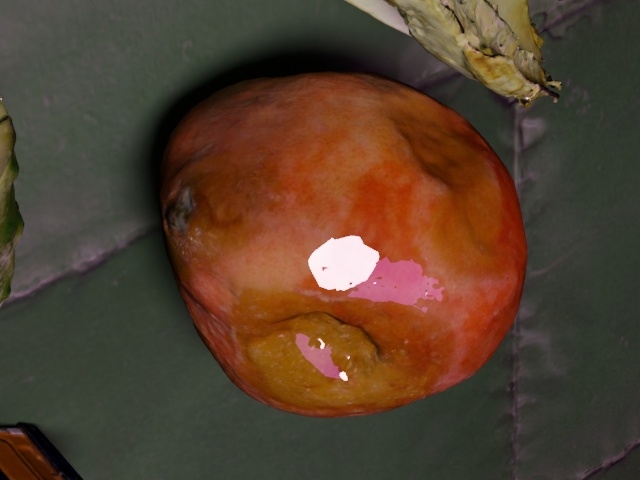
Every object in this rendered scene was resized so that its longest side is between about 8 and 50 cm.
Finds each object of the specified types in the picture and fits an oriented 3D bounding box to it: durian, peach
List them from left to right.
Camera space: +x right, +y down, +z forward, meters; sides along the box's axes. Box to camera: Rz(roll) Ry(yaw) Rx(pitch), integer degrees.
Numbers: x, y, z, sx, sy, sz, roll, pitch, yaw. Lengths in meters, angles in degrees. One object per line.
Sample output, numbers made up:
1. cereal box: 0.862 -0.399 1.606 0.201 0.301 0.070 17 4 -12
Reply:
1. peach: 0.000 0.000 0.940 0.235 0.214 0.214 19 105 -41
2. durian: 0.046 -0.197 0.837 0.163 0.198 0.394 -51 142 -2

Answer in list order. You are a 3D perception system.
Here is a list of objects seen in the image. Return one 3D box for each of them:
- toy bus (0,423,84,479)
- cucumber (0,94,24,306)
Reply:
1. toy bus: -0.229 0.218 0.960 0.114 0.098 0.201 14 108 -46
2. cucumber: -0.210 0.005 0.795 0.134 0.134 0.244 -35 160 -18
